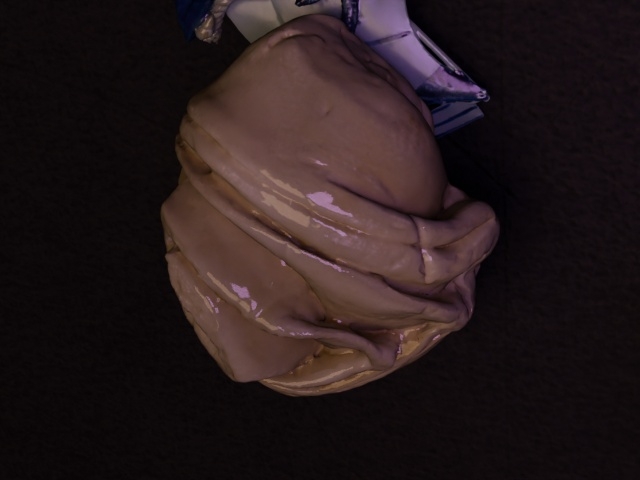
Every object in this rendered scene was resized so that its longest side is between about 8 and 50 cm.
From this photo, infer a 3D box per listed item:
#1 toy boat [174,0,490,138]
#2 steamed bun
[{"bbox_3d":[0.019,-0.212,1.173,0.291,0.070,0.210,23,117,5],"label":"toy boat"},{"bbox_3d":[-0.003,-0.002,1.165,0.276,0.203,0.289,25,134,0],"label":"steamed bun"}]
